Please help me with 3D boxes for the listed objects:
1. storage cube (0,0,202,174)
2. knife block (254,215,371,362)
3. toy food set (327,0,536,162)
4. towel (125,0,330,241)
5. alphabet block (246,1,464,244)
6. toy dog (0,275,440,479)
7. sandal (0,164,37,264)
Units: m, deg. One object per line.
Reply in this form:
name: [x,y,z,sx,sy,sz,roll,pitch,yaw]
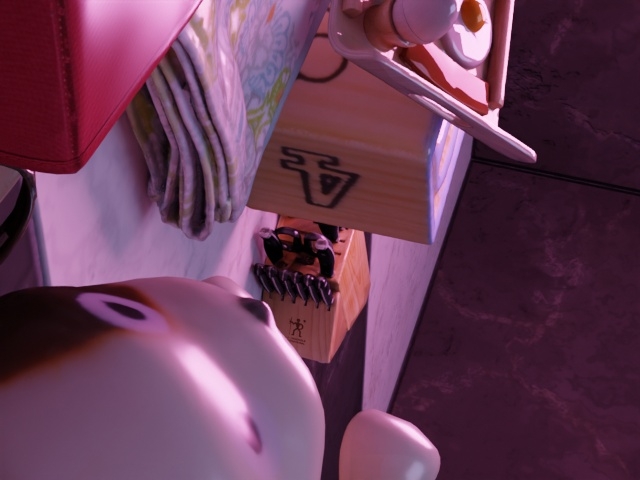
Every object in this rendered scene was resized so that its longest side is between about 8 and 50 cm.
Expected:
storage cube: [-0.142,-0.169,0.559,0.215,0.183,0.193,-65,162,-47]
knife block: [0.000,0.000,1.727,0.276,0.088,0.242,-52,153,-65]
toy food set: [0.126,-0.244,1.323,0.219,0.092,0.306,26,64,-40]
towel: [-0.059,-0.226,1.172,0.320,0.090,0.374,83,22,-62]
alphabet block: [0.034,-0.131,1.468,0.193,0.197,0.192,81,25,-62]
toy dog: [-0.129,0.169,0.784,0.395,0.284,0.408,-25,153,-29]
sandal: [-0.190,-0.011,0.743,0.303,0.086,0.120,-63,162,-54]
